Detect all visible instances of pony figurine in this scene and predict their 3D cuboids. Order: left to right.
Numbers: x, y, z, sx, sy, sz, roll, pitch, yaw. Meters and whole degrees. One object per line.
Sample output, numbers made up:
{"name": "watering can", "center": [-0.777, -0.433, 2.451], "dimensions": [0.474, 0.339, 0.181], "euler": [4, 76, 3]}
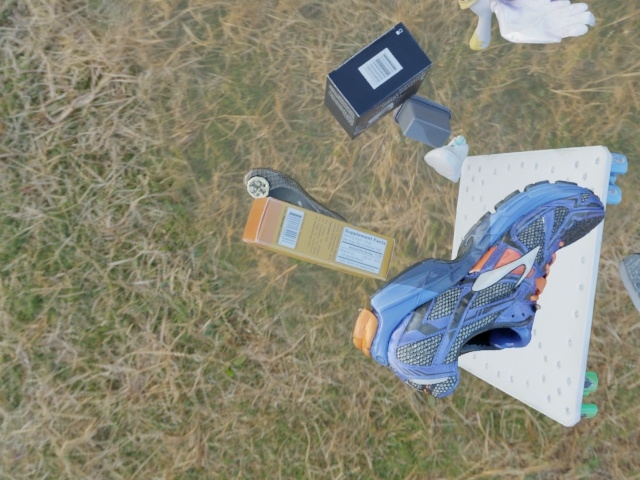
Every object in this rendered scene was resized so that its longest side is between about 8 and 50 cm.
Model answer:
{"name": "pony figurine", "center": [0.411, -0.527, 1.337], "dimensions": [0.351, 0.363, 0.302], "euler": [3, 87, 32]}

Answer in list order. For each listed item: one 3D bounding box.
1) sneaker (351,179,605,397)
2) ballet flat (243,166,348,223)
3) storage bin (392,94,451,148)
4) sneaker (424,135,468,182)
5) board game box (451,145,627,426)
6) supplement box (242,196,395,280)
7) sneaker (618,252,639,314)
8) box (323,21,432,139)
{"name": "sneaker", "center": [0.131, 0.037, 0.464], "dimensions": [0.221, 0.083, 0.087], "euler": [-34, 64, -14]}
{"name": "ballet flat", "center": [-0.046, -0.063, 1.273], "dimensions": [0.250, 0.058, 0.084], "euler": [33, 124, -17]}
{"name": "storage bin", "center": [0.247, -0.275, 1.520], "dimensions": [0.135, 0.091, 0.098], "euler": [18, 129, -17]}
{"name": "sneaker", "center": [0.291, -0.193, 1.400], "dimensions": [0.080, 0.212, 0.094], "euler": [33, 97, 14]}
{"name": "board game box", "center": [0.331, 0.051, 1.044], "dimensions": [0.050, 0.390, 0.390], "euler": [4, 94, -17]}
{"name": "supplement box", "center": [0.000, 0.000, 1.019], "dimensions": [0.233, 0.078, 0.080], "euler": [20, 83, -23]}
{"name": "sneaker", "center": [0.597, 0.158, 1.080], "dimensions": [0.111, 0.129, 0.297], "euler": [-29, 83, -18]}
{"name": "box", "center": [0.095, -0.271, 1.097], "dimensions": [0.156, 0.158, 0.093], "euler": [-37, 87, -4]}
